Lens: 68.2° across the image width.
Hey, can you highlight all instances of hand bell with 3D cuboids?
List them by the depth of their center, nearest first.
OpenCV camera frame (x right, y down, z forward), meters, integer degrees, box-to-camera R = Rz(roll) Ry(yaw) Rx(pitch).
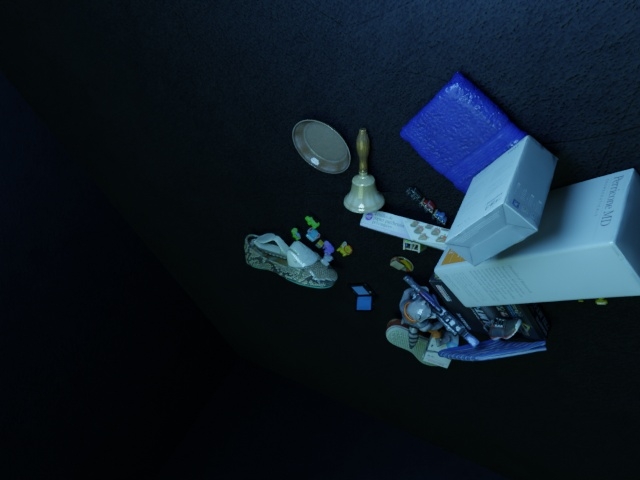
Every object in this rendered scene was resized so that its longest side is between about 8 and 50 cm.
[{"bbox_3d":[0.122,-0.211,1.365,0.126,0.126,0.242,18,135,27],"label":"hand bell"}]

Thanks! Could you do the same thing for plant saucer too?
[{"bbox_3d":[0.009,-0.286,1.411,0.199,0.036,0.198,26,150,16],"label":"plant saucer"}]

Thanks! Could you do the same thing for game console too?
[{"bbox_3d":[0.169,0.241,1.996,0.107,0.071,0.122,47,148,-22],"label":"game console"}]

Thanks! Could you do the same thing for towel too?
[{"bbox_3d":[0.363,-0.225,1.112,0.308,0.076,0.228,39,144,-7],"label":"towel"},{"bbox_3d":[0.560,0.365,1.590,0.243,0.040,0.336,-8,170,-8],"label":"towel"}]

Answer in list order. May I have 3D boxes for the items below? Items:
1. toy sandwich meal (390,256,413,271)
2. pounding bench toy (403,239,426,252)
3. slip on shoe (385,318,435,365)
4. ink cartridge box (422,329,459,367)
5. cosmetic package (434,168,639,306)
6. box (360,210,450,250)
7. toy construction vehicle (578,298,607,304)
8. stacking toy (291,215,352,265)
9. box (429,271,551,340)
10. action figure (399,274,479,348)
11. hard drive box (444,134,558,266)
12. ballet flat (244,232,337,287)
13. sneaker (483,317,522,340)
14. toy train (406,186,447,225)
[{"bbox_3d":[0.290,0.089,1.686,0.086,0.029,0.085,25,150,16],"label":"toy sandwich meal"},{"bbox_3d":[0.299,-0.012,1.503,0.065,0.052,0.083,12,112,36],"label":"pounding bench toy"},{"bbox_3d":[0.416,0.430,2.009,0.331,0.101,0.123,31,117,-16],"label":"slip on shoe"},{"bbox_3d":[0.481,0.446,1.908,0.104,0.060,0.180,16,124,8],"label":"ink cartridge box"},{"bbox_3d":[0.524,0.016,1.135,0.161,0.230,0.453,46,148,-18],"label":"cosmetic package"},{"bbox_3d":[0.278,-0.030,1.445,0.324,0.063,0.067,19,179,33],"label":"box"},{"bbox_3d":[0.745,0.137,1.297,0.086,0.035,0.098,-7,135,35],"label":"toy construction vehicle"},{"bbox_3d":[0.000,0.000,1.838,0.221,0.052,0.167,42,149,-9],"label":"stacking toy"},{"bbox_3d":[0.553,0.204,1.551,0.293,0.073,0.295,-6,131,48],"label":"box"},{"bbox_3d":[0.388,0.308,1.699,0.341,0.178,0.330,45,173,32],"label":"action figure"},{"bbox_3d":[0.381,-0.084,0.997,0.089,0.232,0.181,37,145,-5],"label":"hard drive box"},{"bbox_3d":[-0.150,0.066,1.998,0.483,0.164,0.182,15,130,35],"label":"ballet flat"},{"bbox_3d":[0.572,0.274,1.503,0.065,0.061,0.158,40,150,3],"label":"sneaker"},{"bbox_3d":[0.316,-0.101,1.383,0.158,0.027,0.036,41,140,-10],"label":"toy train"}]
